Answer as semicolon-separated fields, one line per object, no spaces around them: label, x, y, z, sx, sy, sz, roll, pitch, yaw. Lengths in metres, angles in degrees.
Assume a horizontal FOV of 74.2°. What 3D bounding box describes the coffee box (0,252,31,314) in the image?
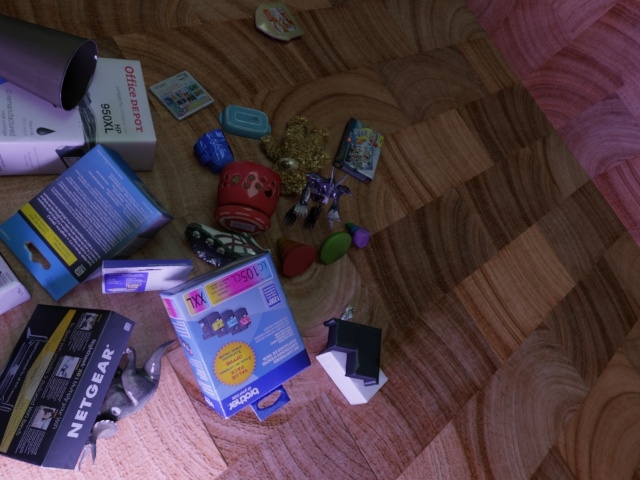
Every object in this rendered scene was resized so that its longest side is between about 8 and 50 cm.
coffee box;-0.784;0.042;0.958;0.098;0.141;0.246;-36;86;-33

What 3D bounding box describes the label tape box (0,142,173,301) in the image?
label tape box;-0.595;-0.045;1.087;0.334;0.106;0.240;-40;90;-2

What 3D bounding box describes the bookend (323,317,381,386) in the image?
bookend;0.084;0.314;1.186;0.156;0.072;0.157;16;62;-19

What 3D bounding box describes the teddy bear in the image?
teddy bear;-0.079;-0.314;1.482;0.245;0.113;0.338;43;57;-1

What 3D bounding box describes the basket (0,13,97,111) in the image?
basket;-0.692;-0.438;1.010;0.227;0.154;0.204;18;59;-14

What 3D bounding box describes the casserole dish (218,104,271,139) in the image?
casserole dish;-0.258;-0.418;1.481;0.189;0.037;0.114;6;67;-25

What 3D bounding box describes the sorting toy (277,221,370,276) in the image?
sorting toy;0.000;0.000;1.411;0.366;0.127;0.126;-18;48;-34

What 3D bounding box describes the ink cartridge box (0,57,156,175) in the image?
ink cartridge box;-0.681;-0.345;1.159;0.395;0.166;0.285;-8;73;-29

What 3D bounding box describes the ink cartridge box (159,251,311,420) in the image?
ink cartridge box;-0.203;0.261;1.108;0.270;0.151;0.395;-25;101;-31

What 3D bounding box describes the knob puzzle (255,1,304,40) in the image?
knob puzzle;-0.185;-0.881;1.720;0.213;0.030;0.213;10;65;-23

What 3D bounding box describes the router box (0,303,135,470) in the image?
router box;-0.569;0.296;0.905;0.081;0.243;0.308;56;40;-53

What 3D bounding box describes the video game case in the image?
video game case;-0.462;-0.486;1.419;0.143;0.019;0.157;47;56;-2

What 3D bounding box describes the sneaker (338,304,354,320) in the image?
sneaker;0.085;0.247;1.367;0.037;0.032;0.083;38;58;-7

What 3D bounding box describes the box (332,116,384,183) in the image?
box;0.152;-0.353;1.651;0.159;0.044;0.233;27;59;-14

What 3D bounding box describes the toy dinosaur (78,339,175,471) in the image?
toy dinosaur;-0.475;0.360;1.009;0.313;0.121;0.160;-39;101;-38

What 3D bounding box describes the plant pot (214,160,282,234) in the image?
plant pot;-0.221;-0.121;1.280;0.191;0.191;0.174;16;65;-20

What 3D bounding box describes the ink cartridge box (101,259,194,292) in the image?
ink cartridge box;-0.438;0.082;1.071;0.207;0.208;0.045;0;69;-27

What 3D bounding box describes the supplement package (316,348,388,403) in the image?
supplement package;0.093;0.383;1.268;0.105;0.105;0.179;-34;85;-34

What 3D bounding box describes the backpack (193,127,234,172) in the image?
backpack;-0.338;-0.275;1.346;0.101;0.098;0.120;-31;97;-24

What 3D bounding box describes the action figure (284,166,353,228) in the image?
action figure;-0.006;-0.112;1.330;0.164;0.276;0.140;17;62;-20

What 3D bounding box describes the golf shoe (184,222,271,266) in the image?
golf shoe;-0.271;0.021;1.261;0.273;0.105;0.120;34;42;-17
